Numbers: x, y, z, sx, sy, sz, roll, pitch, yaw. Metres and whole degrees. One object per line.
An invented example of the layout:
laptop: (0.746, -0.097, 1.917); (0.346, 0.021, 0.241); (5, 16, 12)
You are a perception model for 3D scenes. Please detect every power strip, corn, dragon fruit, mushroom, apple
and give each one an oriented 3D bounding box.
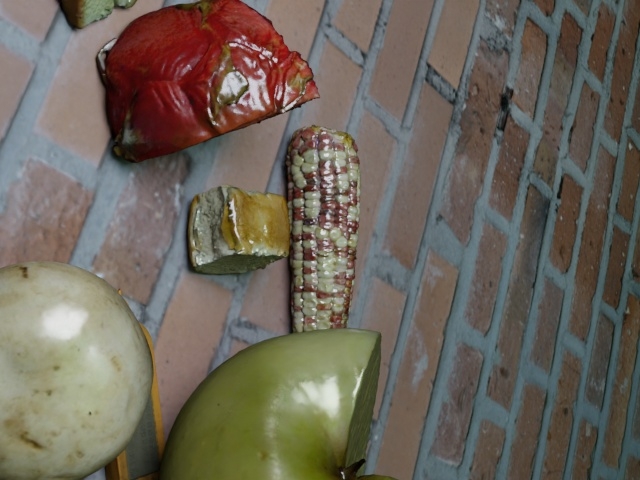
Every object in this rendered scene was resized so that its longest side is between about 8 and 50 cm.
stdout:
power strip: (-0.165, 0.129, 0.765); (0.049, 0.028, 0.178); (-9, 95, -46)
corn: (0.000, 0.000, 0.917); (0.079, 0.080, 0.237); (5, 87, -46)
dragon fruit: (-0.099, -0.143, 0.766); (0.127, 0.161, 0.120); (-40, 118, -52)
mushroom: (-0.208, 0.099, 0.659); (0.166, 0.127, 0.166); (1, 86, -23)
apple: (-0.020, 0.231, 0.741); (0.234, 0.257, 0.295); (-5, 54, -19)

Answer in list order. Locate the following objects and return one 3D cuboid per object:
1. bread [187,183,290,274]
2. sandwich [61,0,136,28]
bread: (-0.078, -0.010, 0.836); (0.083, 0.077, 0.070); (8, 70, -45)
sandwich: (-0.190, -0.310, 0.724); (0.094, 0.096, 0.258); (-35, 115, -48)
